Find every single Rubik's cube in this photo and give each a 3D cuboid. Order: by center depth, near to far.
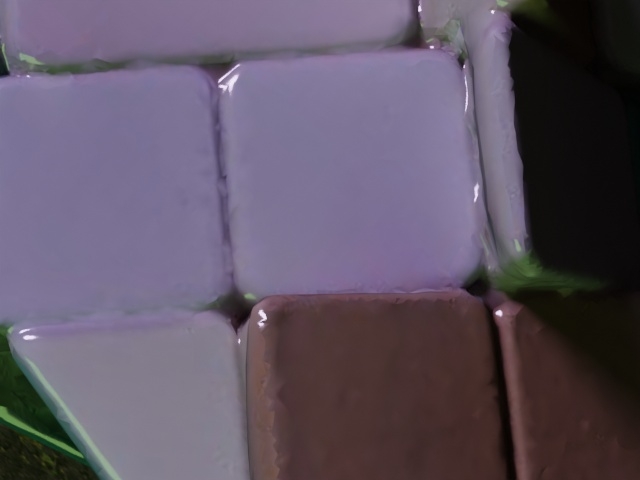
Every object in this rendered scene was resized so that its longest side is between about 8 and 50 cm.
[{"bbox_3d":[0.000,0.000,0.677,0.387,0.368,0.358,116,150,-81],"label":"Rubik's cube"}]
